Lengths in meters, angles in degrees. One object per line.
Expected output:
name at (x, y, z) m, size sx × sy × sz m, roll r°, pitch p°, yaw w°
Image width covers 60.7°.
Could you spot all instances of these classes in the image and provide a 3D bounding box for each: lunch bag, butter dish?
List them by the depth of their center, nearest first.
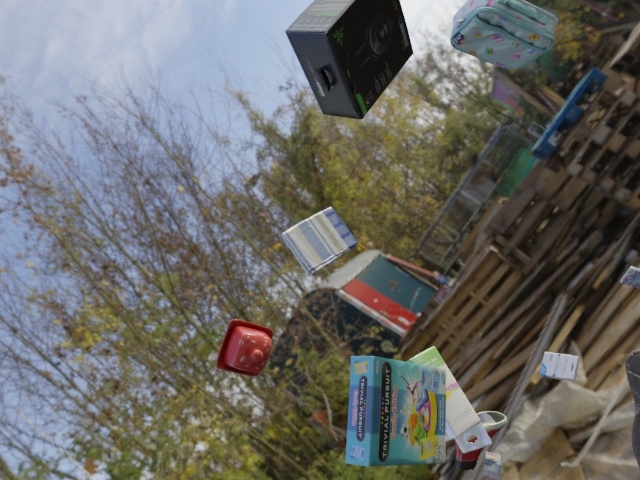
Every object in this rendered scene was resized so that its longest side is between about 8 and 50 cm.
lunch bag at (0.533, -0.619, 1.608) m, size 0.224 × 0.278 × 0.108 m, roll 160°, pitch 126°, yaw -73°
butter dish at (-0.211, 0.338, 1.660) m, size 0.118 × 0.159 × 0.160 m, roll 10°, pitch 81°, yaw 58°

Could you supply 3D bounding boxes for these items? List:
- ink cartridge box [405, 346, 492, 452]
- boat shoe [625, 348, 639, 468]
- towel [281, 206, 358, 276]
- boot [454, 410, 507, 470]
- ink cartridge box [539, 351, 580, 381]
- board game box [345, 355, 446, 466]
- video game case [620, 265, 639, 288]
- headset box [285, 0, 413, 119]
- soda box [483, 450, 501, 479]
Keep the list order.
ink cartridge box at (0.394, 0.565, 1.847) m, size 0.119 × 0.354 × 0.207 m, roll -20°, pitch -22°, yaw -28°
boat shoe at (0.475, 0.250, 0.759) m, size 0.068 × 0.072 × 0.190 m, roll -15°, pitch 54°, yaw 41°
towel at (0.000, 0.000, 2.187) m, size 0.285 × 0.209 × 0.034 m, roll -31°, pitch -9°, yaw -35°
boot at (0.589, 0.743, 2.014) m, size 0.244 × 0.088 × 0.177 m, roll -12°, pitch -74°, yaw -29°
ink cartridge box at (0.484, 0.253, 1.091) m, size 0.083 × 0.028 × 0.048 m, roll -11°, pitch 58°, yaw 66°
board game box at (0.209, 0.449, 1.431) m, size 0.335 × 0.079 × 0.254 m, roll 20°, pitch -113°, yaw -43°
video game case at (0.950, 0.119, 1.589) m, size 0.011 × 0.121 × 0.087 m, roll -61°, pitch -20°, yaw -27°
headset box at (0.074, -0.466, 1.307) m, size 0.283 × 0.131 × 0.246 m, roll -53°, pitch -41°, yaw -22°
soda box at (0.646, 0.847, 2.058) m, size 0.183 × 0.058 × 0.063 m, roll 30°, pitch -111°, yaw -71°
